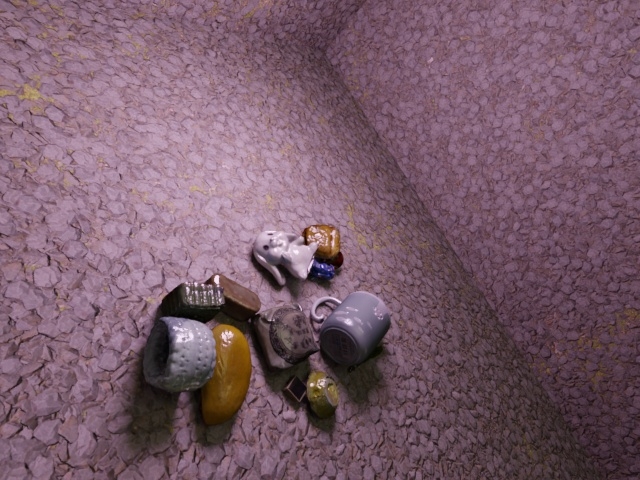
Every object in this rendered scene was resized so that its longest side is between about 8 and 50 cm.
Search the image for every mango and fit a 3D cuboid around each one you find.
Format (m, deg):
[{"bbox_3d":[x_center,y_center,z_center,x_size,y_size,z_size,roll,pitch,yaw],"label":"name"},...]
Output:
[{"bbox_3d":[-0.331,0.457,1.433,0.195,0.142,0.332,7,64,-38],"label":"mango"}]

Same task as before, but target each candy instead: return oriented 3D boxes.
[{"bbox_3d":[-0.353,0.224,1.613,0.234,0.104,0.102,33,37,-24],"label":"candy"}]

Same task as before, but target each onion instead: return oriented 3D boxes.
[{"bbox_3d":[0.067,0.099,2.141,0.117,0.118,0.118,9,55,-47],"label":"onion"}]

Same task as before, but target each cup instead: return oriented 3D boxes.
[{"bbox_3d":[0.108,0.383,1.876,0.356,0.259,0.274,28,33,19],"label":"cup"}]

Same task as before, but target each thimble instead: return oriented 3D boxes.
[{"bbox_3d":[-0.450,0.369,1.316,0.172,0.205,0.250,23,30,-40],"label":"thimble"}]

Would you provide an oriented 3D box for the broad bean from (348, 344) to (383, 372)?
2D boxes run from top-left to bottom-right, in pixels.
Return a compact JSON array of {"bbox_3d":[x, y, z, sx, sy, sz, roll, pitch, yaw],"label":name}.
[{"bbox_3d":[0.223,0.559,1.991,0.297,0.043,0.060,-12,81,-48],"label":"broad bean"}]

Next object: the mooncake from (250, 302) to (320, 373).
[{"bbox_3d":[-0.138,0.386,1.680,0.254,0.136,0.250,-11,73,-49],"label":"mooncake"}]

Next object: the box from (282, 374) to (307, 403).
[{"bbox_3d":[-0.101,0.592,1.637,0.083,0.035,0.079,49,38,-5],"label":"box"}]

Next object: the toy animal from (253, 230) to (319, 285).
[{"bbox_3d":[-0.162,0.057,1.888,0.289,0.174,0.249,49,50,-7],"label":"toy animal"}]

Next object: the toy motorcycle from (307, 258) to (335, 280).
[{"bbox_3d":[-0.001,0.147,2.023,0.205,0.114,0.076,24,47,-33],"label":"toy motorcycle"}]

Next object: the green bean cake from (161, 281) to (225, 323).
[{"bbox_3d":[-0.449,0.230,1.452,0.181,0.173,0.094,13,51,-43],"label":"green bean cake"}]

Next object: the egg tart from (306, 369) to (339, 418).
[{"bbox_3d":[0.022,0.627,1.682,0.197,0.078,0.197,44,34,-40],"label":"egg tart"}]

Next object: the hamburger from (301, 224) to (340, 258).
[{"bbox_3d":[0.000,0.000,2.073,0.206,0.130,0.183,2,61,3],"label":"hamburger"}]
